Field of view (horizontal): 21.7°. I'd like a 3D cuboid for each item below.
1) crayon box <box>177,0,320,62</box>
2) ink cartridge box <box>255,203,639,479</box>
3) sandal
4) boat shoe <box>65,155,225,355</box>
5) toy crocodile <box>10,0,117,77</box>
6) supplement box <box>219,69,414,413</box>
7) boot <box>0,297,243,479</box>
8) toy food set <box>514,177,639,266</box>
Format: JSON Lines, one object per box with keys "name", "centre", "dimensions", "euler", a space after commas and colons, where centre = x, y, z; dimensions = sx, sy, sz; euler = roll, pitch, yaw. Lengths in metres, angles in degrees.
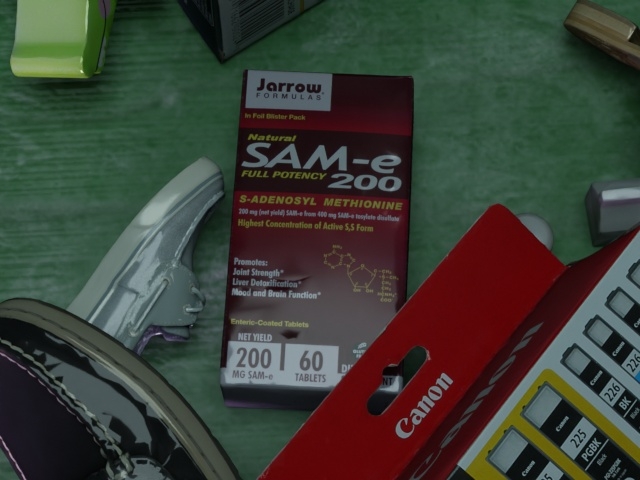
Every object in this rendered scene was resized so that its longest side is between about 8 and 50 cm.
{"name": "crayon box", "centre": [0.034, -0.280, 1.234], "dimensions": [0.318, 0.202, 0.081], "euler": [-32, 75, -11]}
{"name": "ink cartridge box", "centre": [0.144, 0.149, 1.048], "dimensions": [0.272, 0.130, 0.309], "euler": [42, 66, -3]}
{"name": "sandal", "centre": [0.262, -0.094, 1.216], "dimensions": [0.240, 0.088, 0.079], "euler": [34, 95, 38]}
{"name": "boat shoe", "centre": [-0.126, 0.047, 1.197], "dimensions": [0.081, 0.079, 0.227], "euler": [35, 81, 4]}
{"name": "toy crocodile", "centre": [-0.169, -0.279, 1.270], "dimensions": [0.115, 0.105, 0.341], "euler": [8, 71, 19]}
{"name": "supplement box", "centre": [0.000, 0.000, 1.209], "dimensions": [0.130, 0.073, 0.239], "euler": [2, 71, 1]}
{"name": "boot", "centre": [-0.163, 0.244, 1.023], "dimensions": [0.284, 0.138, 0.377], "euler": [-38, 92, -39]}
{"name": "toy food set", "centre": [0.247, 0.000, 1.192], "dimensions": [0.232, 0.104, 0.111], "euler": [-5, 72, -2]}
